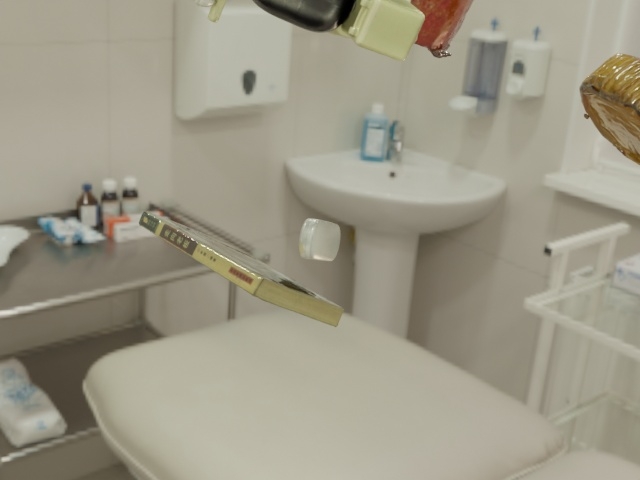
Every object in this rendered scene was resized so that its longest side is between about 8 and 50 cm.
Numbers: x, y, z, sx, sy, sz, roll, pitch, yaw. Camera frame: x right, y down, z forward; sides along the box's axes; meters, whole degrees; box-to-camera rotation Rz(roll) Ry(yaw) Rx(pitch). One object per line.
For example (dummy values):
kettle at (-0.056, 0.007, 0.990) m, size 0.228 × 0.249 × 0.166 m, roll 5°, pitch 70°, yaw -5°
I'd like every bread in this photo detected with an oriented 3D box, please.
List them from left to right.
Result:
bread at (0.510, -0.207, 1.387) m, size 0.104 × 0.199 × 0.199 m, roll -41°, pitch 28°, yaw 0°

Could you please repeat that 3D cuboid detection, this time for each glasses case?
glasses case at (0.000, 0.000, 1.370) m, size 0.041 × 0.063 × 0.164 m, roll 10°, pitch 1°, yaw 14°

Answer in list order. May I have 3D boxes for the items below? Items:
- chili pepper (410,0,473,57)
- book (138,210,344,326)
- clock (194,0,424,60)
chili pepper at (0.162, -0.474, 1.359) m, size 0.229 × 0.305 × 0.251 m, roll 29°, pitch 42°, yaw 13°
book at (-0.096, 0.032, 1.057) m, size 0.231 × 0.026 × 0.161 m, roll 27°, pitch 1°, yaw 40°
clock at (-0.075, -0.340, 1.074) m, size 0.379 × 0.120 × 0.276 m, roll 10°, pitch 27°, yaw -27°
